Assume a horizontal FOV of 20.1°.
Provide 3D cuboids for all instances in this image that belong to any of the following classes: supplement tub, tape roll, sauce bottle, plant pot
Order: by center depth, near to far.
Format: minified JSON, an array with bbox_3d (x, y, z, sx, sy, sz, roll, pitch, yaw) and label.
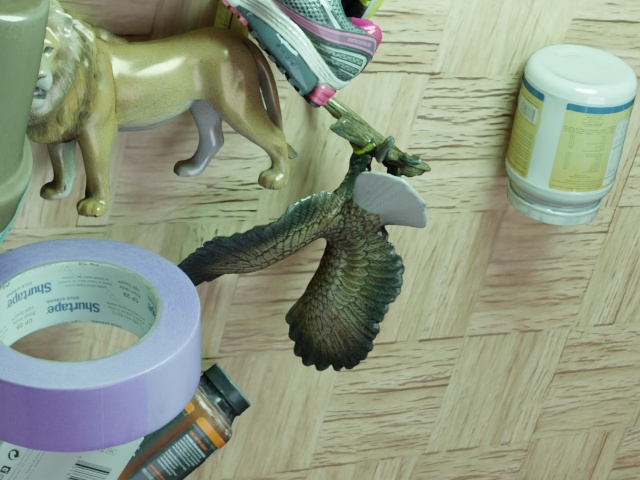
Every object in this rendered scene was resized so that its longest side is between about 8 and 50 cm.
[{"bbox_3d":[-0.362,-0.158,1.663,0.263,0.263,0.229,5,130,-37],"label":"plant pot"},{"bbox_3d":[-0.267,0.109,1.967,0.275,0.275,0.090,-16,128,-26],"label":"tape roll"},{"bbox_3d":[-0.104,-0.221,2.017,0.042,0.042,0.128,-3,123,-34],"label":"sauce bottle"},{"bbox_3d":[-0.183,0.241,2.240,0.198,0.106,0.106,-39,135,-5],"label":"supplement tub"},{"bbox_3d":[0.315,-0.134,2.301,0.144,0.144,0.199,-11,126,-30],"label":"supplement tub"}]

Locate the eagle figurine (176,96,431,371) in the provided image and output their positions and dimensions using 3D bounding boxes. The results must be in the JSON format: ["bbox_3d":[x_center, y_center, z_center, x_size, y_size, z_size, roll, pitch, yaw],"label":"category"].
[{"bbox_3d":[0.002,0.001,2.150,0.298,0.226,0.225,-54,155,2],"label":"eagle figurine"}]

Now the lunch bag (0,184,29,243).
[{"bbox_3d":[-0.448,-0.011,1.823,0.279,0.108,0.224,-12,143,-49],"label":"lunch bag"}]

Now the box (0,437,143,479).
[{"bbox_3d":[-0.340,0.249,2.124,0.182,0.119,0.181,23,106,-42],"label":"box"}]

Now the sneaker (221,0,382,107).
[{"bbox_3d":[-0.059,-0.283,1.910,0.112,0.121,0.299,-40,114,4],"label":"sneaker"}]

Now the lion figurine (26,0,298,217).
[{"bbox_3d":[-0.185,-0.162,1.933,0.392,0.142,0.240,-13,115,-34],"label":"lion figurine"}]

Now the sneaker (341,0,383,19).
[{"bbox_3d":[0.079,-0.394,1.959,0.147,0.145,0.384,-21,140,-44],"label":"sneaker"}]
